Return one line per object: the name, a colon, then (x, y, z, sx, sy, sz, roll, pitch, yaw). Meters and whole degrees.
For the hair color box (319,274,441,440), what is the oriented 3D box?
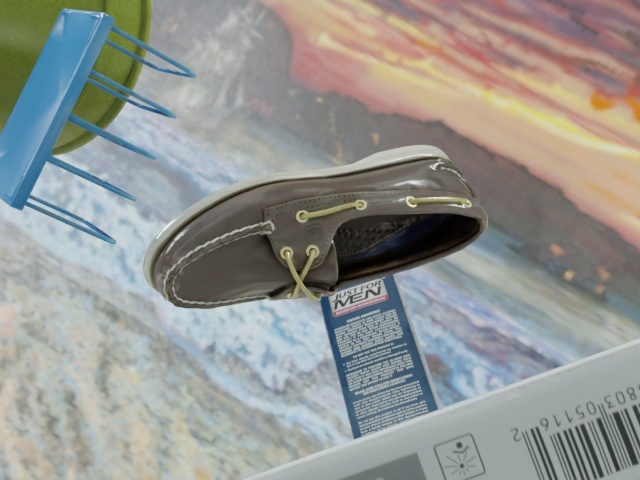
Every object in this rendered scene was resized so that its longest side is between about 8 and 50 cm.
hair color box: (0.095, 0.217, 1.226, 0.347, 0.105, 0.174, -104, 174, -49)

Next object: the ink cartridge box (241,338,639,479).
ink cartridge box: (0.087, 0.182, 0.813, 0.385, 0.308, 0.091, 102, -31, -75)

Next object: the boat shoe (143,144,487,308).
boat shoe: (0.000, 0.000, 0.984, 0.097, 0.324, 0.117, -125, -154, -44)

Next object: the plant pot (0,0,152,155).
plant pot: (-0.453, -0.289, 1.249, 0.366, 0.367, 0.353, 31, 17, 26)

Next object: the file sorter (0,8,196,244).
file sorter: (-0.198, -0.097, 0.906, 0.104, 0.170, 0.118, 26, -1, -33)
